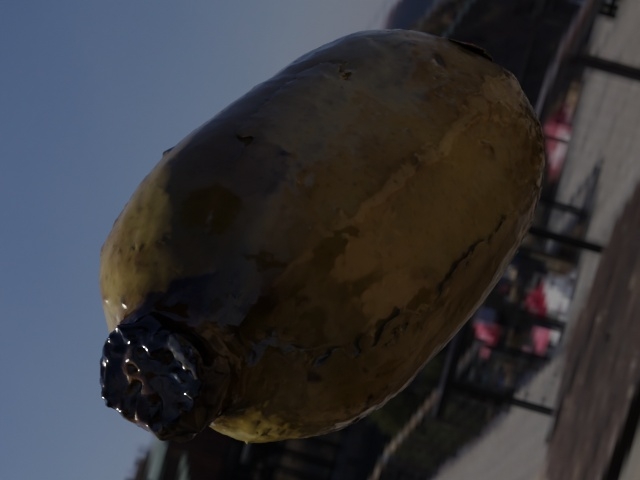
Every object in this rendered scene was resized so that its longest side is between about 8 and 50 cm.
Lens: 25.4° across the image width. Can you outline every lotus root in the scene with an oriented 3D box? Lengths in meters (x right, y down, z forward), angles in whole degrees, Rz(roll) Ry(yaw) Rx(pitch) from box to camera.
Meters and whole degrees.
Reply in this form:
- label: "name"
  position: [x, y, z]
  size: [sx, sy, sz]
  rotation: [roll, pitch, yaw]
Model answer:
- label: "lotus root"
  position: [0.000, 0.000, 0.685]
  size: [0.284, 0.160, 0.146]
  rotation: [-42, -39, -42]
